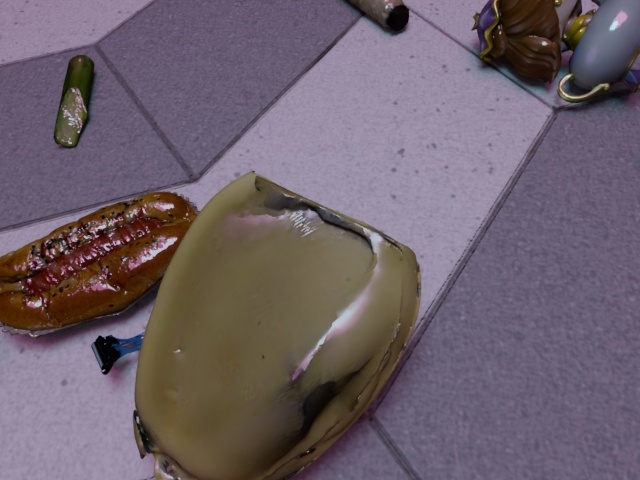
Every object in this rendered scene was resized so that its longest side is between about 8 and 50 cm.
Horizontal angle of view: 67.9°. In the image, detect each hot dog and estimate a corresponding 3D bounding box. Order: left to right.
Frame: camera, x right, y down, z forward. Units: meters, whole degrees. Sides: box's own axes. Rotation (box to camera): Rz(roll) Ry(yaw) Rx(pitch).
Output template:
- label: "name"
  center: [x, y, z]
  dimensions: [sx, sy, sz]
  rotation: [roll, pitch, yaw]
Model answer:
- label: "hot dog"
  center: [-0.268, 0.027, 0.582]
  dimensions: [0.268, 0.075, 0.144]
  rotation: [-26, 58, -14]

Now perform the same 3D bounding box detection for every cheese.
- label: "cheese"
  center: [-0.059, 0.102, 0.476]
  dimensions: [0.260, 0.128, 0.315]
  rotation: [22, 76, 25]

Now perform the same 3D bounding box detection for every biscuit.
- label: "biscuit"
  center: [0.075, -0.446, 0.851]
  dimensions: [0.061, 0.055, 0.219]
  rotation: [-20, 56, -30]

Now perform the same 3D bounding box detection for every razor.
- label: "razor"
  center: [-0.156, 0.060, 0.575]
  dimensions: [0.253, 0.042, 0.082]
  rotation: [-43, 29, -21]

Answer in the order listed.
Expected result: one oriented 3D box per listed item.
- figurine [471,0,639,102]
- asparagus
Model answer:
- label: "figurine"
  center: [0.359, -0.312, 0.704]
  dimensions: [0.263, 0.142, 0.189]
  rotation: [29, 88, 20]
- label: "asparagus"
  center: [-0.396, -0.227, 0.764]
  dimensions: [0.045, 0.041, 0.178]
  rotation: [-12, 60, 7]
